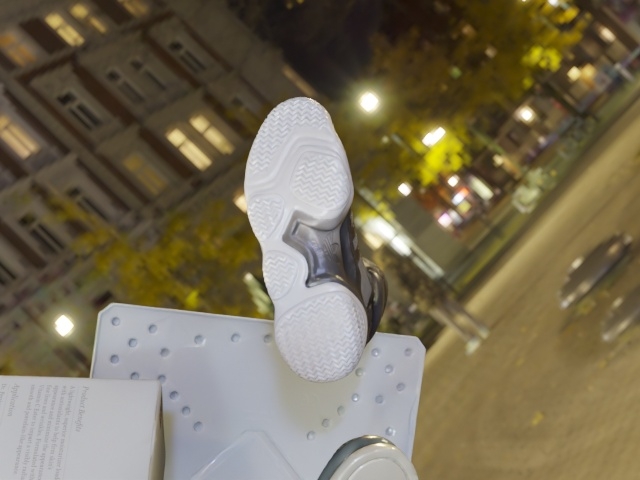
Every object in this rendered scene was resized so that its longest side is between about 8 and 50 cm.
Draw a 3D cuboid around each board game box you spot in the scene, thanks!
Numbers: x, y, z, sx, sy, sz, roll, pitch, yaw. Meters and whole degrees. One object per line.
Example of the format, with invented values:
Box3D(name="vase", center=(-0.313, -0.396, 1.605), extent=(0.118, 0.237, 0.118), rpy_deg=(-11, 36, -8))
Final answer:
Box3D(name="board game box", center=(-0.089, 0.282, 1.455), extent=(0.050, 0.390, 0.390), rpy_deg=(-170, 87, -71))

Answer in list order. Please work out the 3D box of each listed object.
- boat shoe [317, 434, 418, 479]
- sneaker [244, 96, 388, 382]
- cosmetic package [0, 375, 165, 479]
Box3D(name="boat shoe", center=(0.010, 0.278, 1.130), extent=(0.116, 0.099, 0.319), rpy_deg=(-9, -50, -20))
Box3D(name="sneaker", center=(0.000, 0.000, 1.234), extent=(0.101, 0.269, 0.153), rpy_deg=(-8, -3, 14))
Box3D(name="cosmetic package", center=(-0.249, 0.235, 1.231), extent=(0.151, 0.183, 0.151), rpy_deg=(-90, 4, -46))
